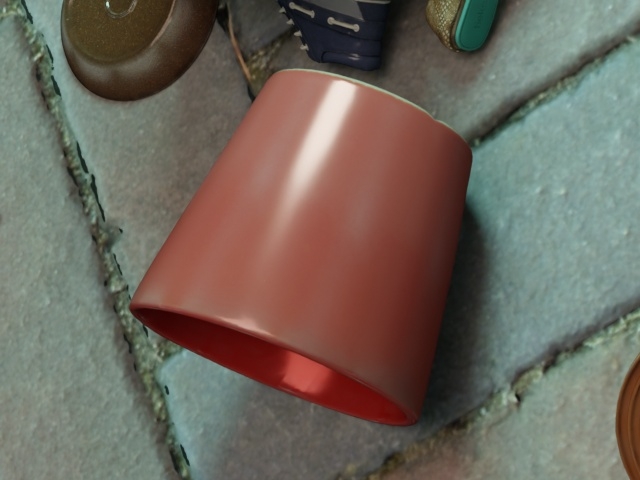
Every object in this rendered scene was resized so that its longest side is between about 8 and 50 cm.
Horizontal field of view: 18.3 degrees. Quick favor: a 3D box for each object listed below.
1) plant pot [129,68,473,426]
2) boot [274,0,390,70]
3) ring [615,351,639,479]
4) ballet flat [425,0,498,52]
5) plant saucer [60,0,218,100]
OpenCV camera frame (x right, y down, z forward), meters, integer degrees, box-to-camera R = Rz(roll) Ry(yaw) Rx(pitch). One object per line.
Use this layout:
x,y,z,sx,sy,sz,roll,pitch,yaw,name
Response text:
0.000,0.000,1.724,0.275,0.275,0.243,14,76,33,plant pot
-0.014,-0.216,1.893,0.190,0.069,0.086,18,106,44,boot
0.381,0.151,1.433,0.336,0.336,0.032,-5,38,31,ring
0.144,-0.272,1.789,0.067,0.073,0.206,38,111,41,ballet flat
-0.195,-0.242,2.028,0.198,0.036,0.198,-8,74,30,plant saucer
